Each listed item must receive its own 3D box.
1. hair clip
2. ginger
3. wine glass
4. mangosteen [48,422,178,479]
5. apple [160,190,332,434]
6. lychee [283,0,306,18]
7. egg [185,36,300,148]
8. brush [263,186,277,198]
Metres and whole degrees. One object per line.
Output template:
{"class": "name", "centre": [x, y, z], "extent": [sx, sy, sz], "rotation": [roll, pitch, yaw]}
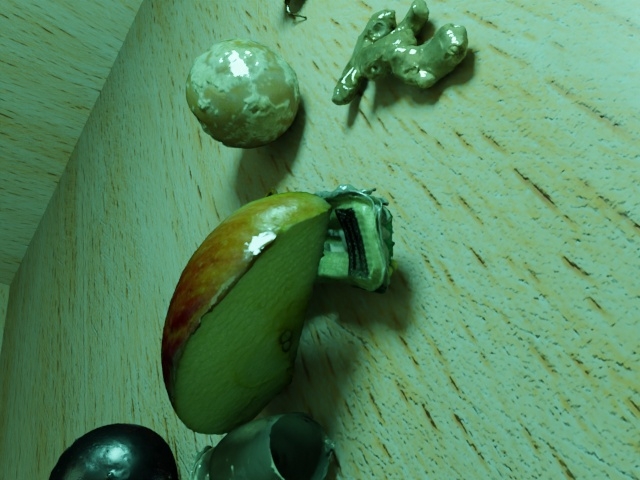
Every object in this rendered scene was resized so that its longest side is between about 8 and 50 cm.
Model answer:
{"class": "hair clip", "centre": [0.002, 0.000, 0.809], "extent": [0.321, 0.091, 0.138], "rotation": [-4, 97, 53]}
{"class": "ginger", "centre": [0.109, -0.269, 0.826], "extent": [0.259, 0.065, 0.149], "rotation": [3, 74, 59]}
{"class": "wine glass", "centre": [-0.077, 0.283, 0.756], "extent": [0.204, 0.111, 0.111], "rotation": [-39, 44, 42]}
{"class": "mangosteen", "centre": [-0.345, 0.419, 1.026], "extent": [0.250, 0.212, 0.211], "rotation": [107, 170, -70]}
{"class": "apple", "centre": [-0.102, 0.090, 0.773], "extent": [0.254, 0.179, 0.346], "rotation": [-90, 13, -55]}
{"class": "lychee", "centre": [-0.070, -0.519, 1.182], "extent": [0.114, 0.101, 0.140], "rotation": [30, 103, 62]}
{"class": "egg", "centre": [-0.135, -0.255, 1.058], "extent": [0.233, 0.195, 0.194], "rotation": [44, 110, 41]}
{"class": "brush", "centre": [-0.123, 0.056, 1.038], "extent": [0.090, 0.017, 0.314], "rotation": [2, 75, 53]}
